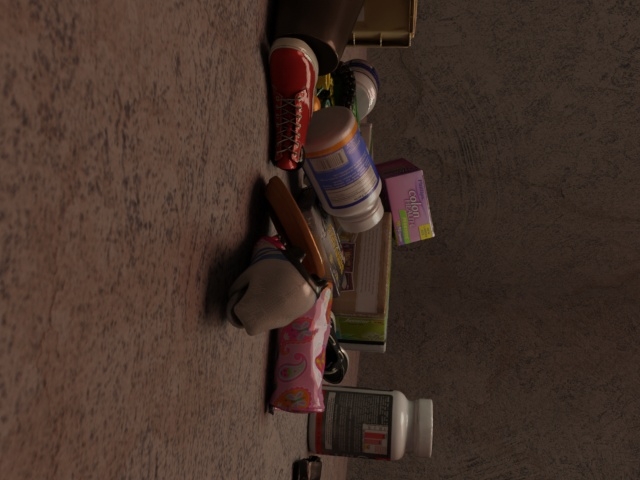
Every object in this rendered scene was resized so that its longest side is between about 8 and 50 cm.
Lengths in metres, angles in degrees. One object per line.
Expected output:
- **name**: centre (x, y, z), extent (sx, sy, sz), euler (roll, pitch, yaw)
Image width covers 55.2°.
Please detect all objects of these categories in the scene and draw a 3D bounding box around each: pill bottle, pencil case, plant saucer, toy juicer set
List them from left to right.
- **plant saucer**: centre (-0.053, -0.018, 1.092), extent (0.200, 0.037, 0.200), euler (62, -9, 17)
- **pencil case**: centre (-0.042, 0.214, 1.265), extent (0.124, 0.124, 0.284), euler (54, 41, -78)
- **toy juicer set**: centre (0.003, -0.255, 1.507), extent (0.329, 0.089, 0.209), euler (84, 11, -49)
- **pill bottle**: centre (0.049, -0.151, 1.383), extent (0.152, 0.152, 0.272), euler (-79, 150, -45)
- **pill bottle**: centre (0.105, -0.472, 1.936), extent (0.265, 0.153, 0.153), euler (-72, 163, -60)
- **pill bottle**: centre (0.154, 0.557, 1.864), extent (0.210, 0.362, 0.210), euler (3, 90, -82)

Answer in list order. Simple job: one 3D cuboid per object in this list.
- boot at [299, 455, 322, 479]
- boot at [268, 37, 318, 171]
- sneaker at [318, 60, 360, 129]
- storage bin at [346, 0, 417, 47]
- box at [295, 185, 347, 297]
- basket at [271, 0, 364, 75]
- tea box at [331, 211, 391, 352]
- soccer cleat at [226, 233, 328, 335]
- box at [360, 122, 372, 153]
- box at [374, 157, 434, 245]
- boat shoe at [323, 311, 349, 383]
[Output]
- **boot**: centre (-0.021, 0.699, 1.644), extent (0.263, 0.091, 0.229), euler (69, 25, -66)
- **boot**: centre (-0.055, -0.233, 1.122), extent (0.244, 0.088, 0.176), euler (83, 13, -66)
- **sneaker**: centre (0.063, -0.327, 1.750), extent (0.146, 0.134, 0.344), euler (-34, 125, -81)
- **storage bin**: centre (0.076, -0.556, 1.303), extent (0.123, 0.262, 0.260), euler (-76, 166, -51)
- **box**: centre (0.000, 0.000, 1.476), extent (0.183, 0.056, 0.231), euler (-72, 146, -65)
- **basket**: centre (-0.007, -0.440, 1.147), extent (0.204, 0.154, 0.227), euler (27, 66, -35)
- **tea box**: centre (0.101, 0.128, 1.858), extent (0.323, 0.219, 0.329), euler (77, 17, -60)
- **soccer cleat**: centre (-0.090, 0.068, 0.951), extent (0.116, 0.143, 0.331), euler (55, -8, -6)
- **box**: centre (0.149, -0.211, 2.125), extent (0.322, 0.058, 0.232), euler (83, 12, -54)
- **box**: centre (0.252, -0.127, 1.923), extent (0.243, 0.117, 0.214), euler (-113, -171, -72)
- **boat shoe**: centre (0.009, 0.316, 1.700), extent (0.091, 0.114, 0.303), euler (-80, 157, -47)
